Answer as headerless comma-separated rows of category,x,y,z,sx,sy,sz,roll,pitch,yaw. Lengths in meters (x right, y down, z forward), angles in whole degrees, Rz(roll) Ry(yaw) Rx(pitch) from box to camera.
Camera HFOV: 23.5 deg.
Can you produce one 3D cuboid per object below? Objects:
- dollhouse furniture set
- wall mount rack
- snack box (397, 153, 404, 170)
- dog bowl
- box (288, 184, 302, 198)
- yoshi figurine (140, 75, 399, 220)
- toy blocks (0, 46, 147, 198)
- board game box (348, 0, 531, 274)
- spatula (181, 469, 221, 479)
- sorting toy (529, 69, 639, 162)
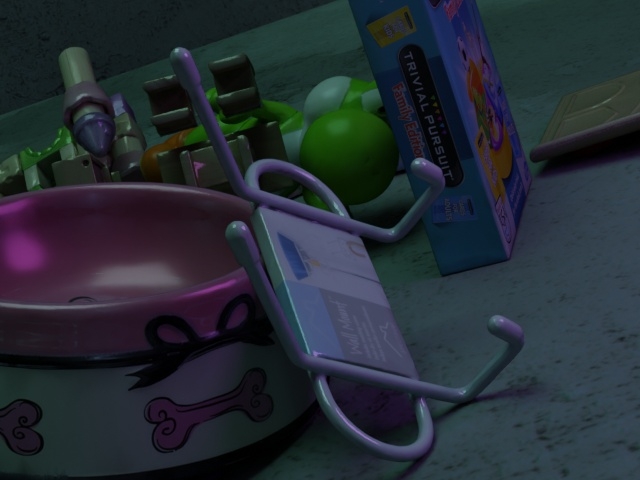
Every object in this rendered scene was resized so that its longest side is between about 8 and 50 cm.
dollhouse furniture set,-0.151,-0.060,1.704,0.242,0.212,0.161,-15,-8,3
wall mount rack,0.000,0.000,1.241,0.130,0.304,0.350,-52,39,28
snack box,0.092,-0.148,2.072,0.174,0.070,0.207,-13,19,23
dog bowl,-0.196,0.065,1.388,0.408,0.150,0.408,-2,20,1
box,-0.077,-0.066,2.079,0.137,0.027,0.094,-24,16,-13
yoshi figurine,-0.040,-0.089,1.791,0.362,0.203,0.203,-20,-25,31
toy blocks,-0.325,-0.033,2.023,0.288,0.309,0.260,-29,48,8
board game box,0.130,-0.168,1.625,0.079,0.336,0.254,-14,18,18
spatula,-0.106,0.169,1.361,0.084,0.030,0.296,-13,17,19
sorting toy,0.407,-0.169,1.791,0.307,0.041,0.229,-17,15,28
